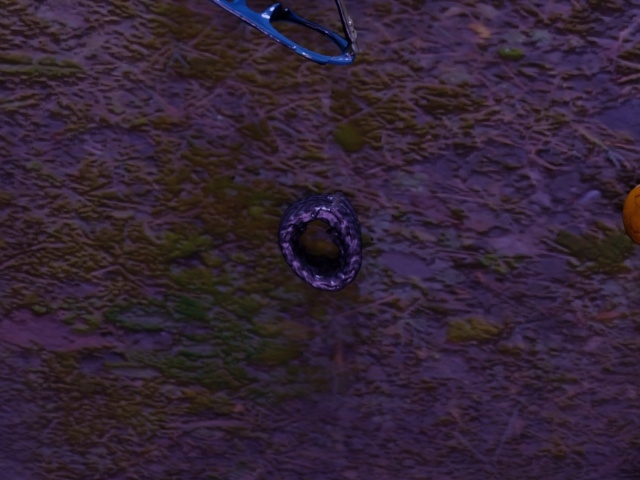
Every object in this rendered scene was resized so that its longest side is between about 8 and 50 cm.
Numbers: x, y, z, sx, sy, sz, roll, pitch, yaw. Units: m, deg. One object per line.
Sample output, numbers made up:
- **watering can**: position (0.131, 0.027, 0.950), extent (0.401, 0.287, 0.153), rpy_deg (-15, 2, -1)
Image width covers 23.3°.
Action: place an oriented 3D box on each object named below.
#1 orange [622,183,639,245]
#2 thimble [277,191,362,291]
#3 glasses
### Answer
- **orange**: position (0.372, -0.030, 1.700), extent (0.083, 0.070, 0.083), rpy_deg (4, 127, 5)
- **thimble**: position (0.000, 0.002, 1.736), extent (0.095, 0.066, 0.104), rpy_deg (-2, 111, 1)
- **glasses**: position (-0.034, -0.302, 1.628), extent (0.239, 0.102, 0.207), rpy_deg (33, 81, -8)
